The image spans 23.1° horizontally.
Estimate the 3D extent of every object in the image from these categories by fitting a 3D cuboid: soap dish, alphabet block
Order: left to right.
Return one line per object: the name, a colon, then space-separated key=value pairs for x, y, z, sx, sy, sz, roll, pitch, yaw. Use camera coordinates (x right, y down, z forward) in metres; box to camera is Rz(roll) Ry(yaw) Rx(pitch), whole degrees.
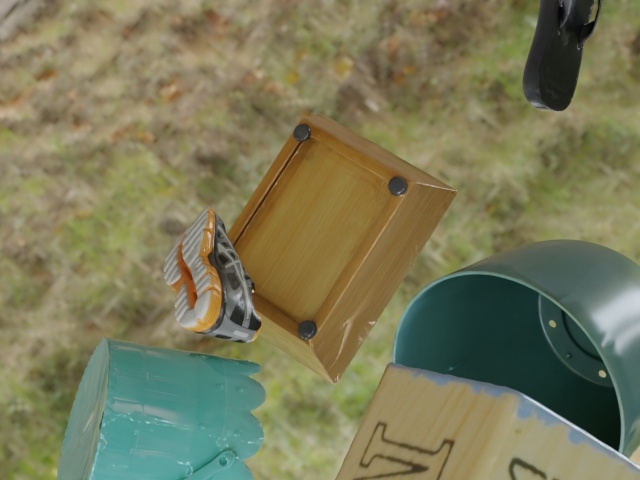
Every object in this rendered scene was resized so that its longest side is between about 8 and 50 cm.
soap dish: x=0.000 y=0.000 z=1.991 sx=0.291 sy=0.229 sz=0.118 roll=-57 pitch=154 yaw=-1
alphabet block: x=0.133 y=0.240 z=1.341 sx=0.193 sy=0.192 sz=0.197 roll=5 pitch=-114 yaw=59

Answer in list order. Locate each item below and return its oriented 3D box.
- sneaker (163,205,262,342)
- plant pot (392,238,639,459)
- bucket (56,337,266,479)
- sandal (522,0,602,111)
sneaker: x=-0.114 y=0.042 z=1.696 sx=0.084 sy=0.083 sz=0.215 roll=-51 pitch=-154 yaw=24
plant pot: x=0.268 y=0.131 z=1.773 sx=0.235 sy=0.293 sz=0.293 roll=-28 pitch=158 yaw=-46
bucket: x=-0.194 y=0.250 z=1.830 sx=0.281 sy=0.183 sz=0.281 roll=-166 pitch=-90 yaw=-74
sandal: x=0.295 y=-0.271 z=1.807 sx=0.097 sy=0.054 sz=0.255 roll=14 pitch=82 yaw=-44
